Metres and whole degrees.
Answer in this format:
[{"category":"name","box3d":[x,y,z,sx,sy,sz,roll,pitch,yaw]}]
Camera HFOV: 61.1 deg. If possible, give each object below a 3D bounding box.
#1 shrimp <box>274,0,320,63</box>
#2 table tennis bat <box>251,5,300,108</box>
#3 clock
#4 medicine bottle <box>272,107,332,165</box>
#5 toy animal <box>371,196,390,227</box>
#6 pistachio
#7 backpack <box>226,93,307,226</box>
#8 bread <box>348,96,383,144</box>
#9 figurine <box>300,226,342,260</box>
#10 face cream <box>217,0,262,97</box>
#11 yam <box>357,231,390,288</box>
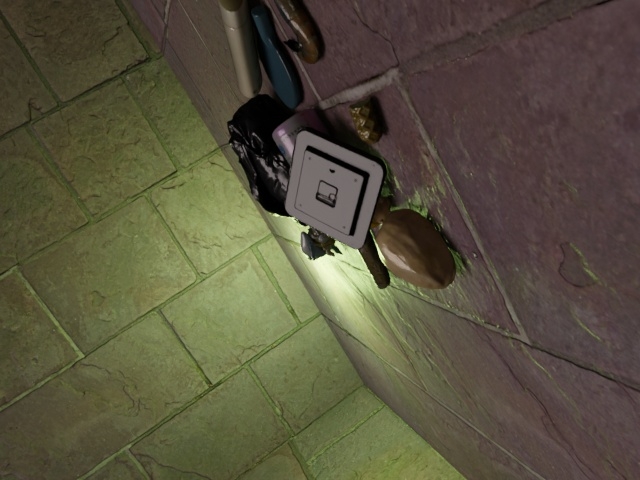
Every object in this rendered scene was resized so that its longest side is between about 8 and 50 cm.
[{"category":"shrimp","box3d":[-0.088,-0.541,1.315,0.262,0.051,0.198,56,169,-13]},{"category":"table tennis bat","box3d":[-0.132,-0.520,1.564,0.215,0.044,0.329,53,170,33]},{"category":"clock","box3d":[0.028,-0.136,1.460,0.279,0.049,0.273,28,126,22]},{"category":"medicine bottle","box3d":[-0.016,-0.240,1.572,0.254,0.152,0.152,59,168,-3]},{"category":"toy animal","box3d":[0.159,-0.094,1.476,0.082,0.091,0.114,-24,79,57]},{"category":"pistachio","box3d":[0.236,0.027,1.334,0.229,0.157,0.157,47,166,16]},{"category":"backpack","box3d":[-0.145,-0.248,1.851,0.445,0.255,0.363,52,174,5]},{"category":"bread","box3d":[0.107,-0.270,1.234,0.110,0.060,0.066,62,-179,-36]},{"category":"figurine","box3d":[0.000,0.000,2.202,0.208,0.184,0.128,17,-160,-40]},{"category":"face cream","box3d":[-0.232,-0.594,1.564,0.348,0.081,0.173,84,177,-60]},{"category":"yam","box3d":[0.156,0.029,1.802,0.071,0.067,0.317,16,141,52]}]
